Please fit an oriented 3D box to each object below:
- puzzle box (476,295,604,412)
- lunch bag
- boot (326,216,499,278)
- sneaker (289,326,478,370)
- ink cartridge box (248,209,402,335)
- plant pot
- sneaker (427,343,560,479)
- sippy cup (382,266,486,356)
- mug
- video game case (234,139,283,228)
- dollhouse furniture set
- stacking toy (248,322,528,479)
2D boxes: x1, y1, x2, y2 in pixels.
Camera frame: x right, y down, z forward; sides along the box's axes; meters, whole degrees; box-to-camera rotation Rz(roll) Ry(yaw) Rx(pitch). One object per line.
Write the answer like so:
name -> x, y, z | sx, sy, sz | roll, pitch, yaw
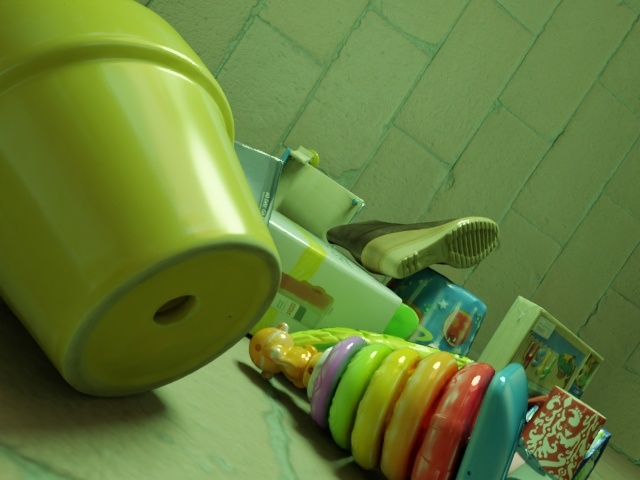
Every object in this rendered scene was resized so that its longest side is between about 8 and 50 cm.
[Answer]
puzzle box -> 0.417, 0.293, 1.090 | 0.409, 0.272, 0.052 | 30, 2, -44
lunch bag -> 0.437, 0.378, 1.013 | 0.096, 0.151, 0.129 | 32, 3, -46
boot -> 0.159, -0.012, 0.961 | 0.249, 0.090, 0.207 | -14, 23, -25
sneaker -> 0.077, 0.182, 0.693 | 0.296, 0.123, 0.109 | 14, -12, -5
ink cartridge box -> -0.101, 0.030, 0.868 | 0.385, 0.160, 0.279 | 33, 2, -17
plant pot -> -0.158, -0.024, 0.432 | 0.239, 0.254, 0.254 | 51, 10, 28
sneaker -> 0.248, 0.276, 0.801 | 0.319, 0.131, 0.112 | 33, 2, -2
sippy cup -> 0.171, 0.165, 0.987 | 0.240, 0.224, 0.305 | 33, 1, -11
mug -> 0.377, 0.332, 0.925 | 0.150, 0.169, 0.113 | 33, 3, -6
video game case -> -0.188, -0.058, 0.650 | 0.274, 0.196, 0.026 | 20, -22, -22
dollhouse furniture set -> 0.000, 0.000, 1.164 | 0.286, 0.303, 0.198 | 33, 3, 13
stacking toy -> 0.048, 0.165, 0.578 | 0.302, 0.175, 0.166 | 19, 1, 26
